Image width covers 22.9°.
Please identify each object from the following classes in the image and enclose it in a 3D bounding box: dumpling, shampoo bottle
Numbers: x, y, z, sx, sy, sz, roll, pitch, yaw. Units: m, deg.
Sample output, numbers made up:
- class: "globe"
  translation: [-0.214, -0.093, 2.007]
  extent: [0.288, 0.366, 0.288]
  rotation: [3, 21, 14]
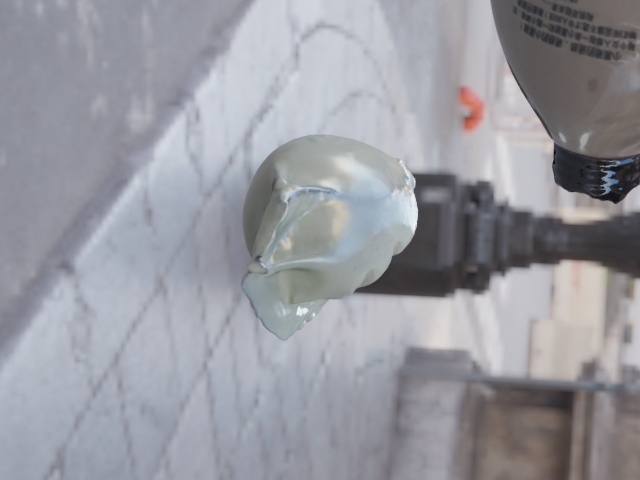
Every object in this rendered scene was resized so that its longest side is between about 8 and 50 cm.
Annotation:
- class: "dumpling"
  translation: [0.003, 0.001, 1.168]
  extent: [0.111, 0.181, 0.155]
  rotation: [43, -62, 49]
- class: "shampoo bottle"
  translation: [0.127, -0.134, 0.661]
  extent: [0.078, 0.127, 0.257]
  rotation: [-31, 134, -43]
